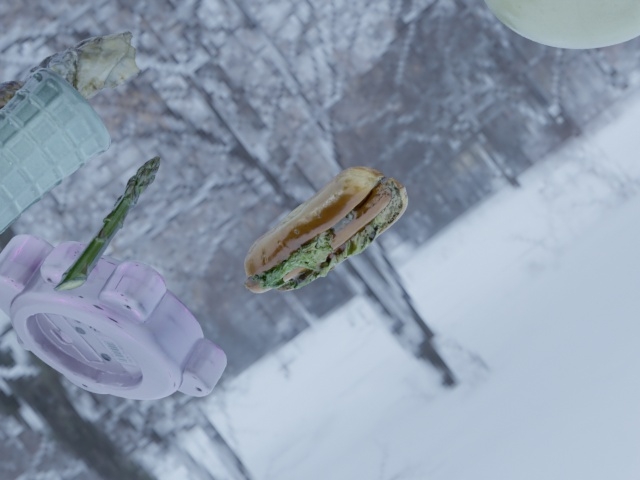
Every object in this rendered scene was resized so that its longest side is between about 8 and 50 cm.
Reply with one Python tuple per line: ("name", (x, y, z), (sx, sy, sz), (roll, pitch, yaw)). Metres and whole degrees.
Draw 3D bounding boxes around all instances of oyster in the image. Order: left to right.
("oyster", (-0.318, -0.174, 1.687), (0.232, 0.107, 0.161), (-54, 20, -23))

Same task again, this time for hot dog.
("hot dog", (0.000, 0.000, 2.323), (0.135, 0.100, 0.337), (19, -44, -41))

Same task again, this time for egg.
("egg", (0.293, -0.312, 1.636), (0.189, 0.254, 0.188), (-28, -50, -38))

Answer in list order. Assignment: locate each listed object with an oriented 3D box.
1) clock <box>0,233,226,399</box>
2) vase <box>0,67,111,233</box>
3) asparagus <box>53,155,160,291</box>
("clock", (-0.312, 0.122, 2.101), (0.322, 0.295, 0.113), (2, 50, 39))
("vase", (-0.362, -0.045, 1.494), (0.299, 0.143, 0.143), (-43, 0, -15))
("asparagus", (-0.248, -0.016, 1.688), (0.034, 0.027, 0.236), (-47, 11, 51))
